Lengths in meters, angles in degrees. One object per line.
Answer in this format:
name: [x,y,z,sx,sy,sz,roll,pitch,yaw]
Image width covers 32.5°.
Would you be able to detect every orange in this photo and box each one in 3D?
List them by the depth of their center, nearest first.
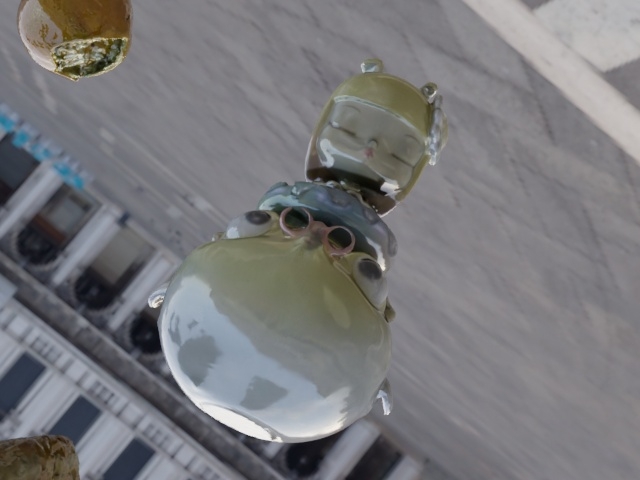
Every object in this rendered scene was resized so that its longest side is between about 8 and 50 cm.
orange: [-0.309,-0.279,1.408,0.134,0.154,0.154,43,175,23]

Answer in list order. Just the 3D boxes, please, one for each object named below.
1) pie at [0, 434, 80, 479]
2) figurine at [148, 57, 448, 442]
pie: [-0.327,0.206,0.851,0.315,0.315,0.092,86,171,-81]
figurine: [0.000,0.000,1.016,0.227,0.394,0.274,25,155,-1]
